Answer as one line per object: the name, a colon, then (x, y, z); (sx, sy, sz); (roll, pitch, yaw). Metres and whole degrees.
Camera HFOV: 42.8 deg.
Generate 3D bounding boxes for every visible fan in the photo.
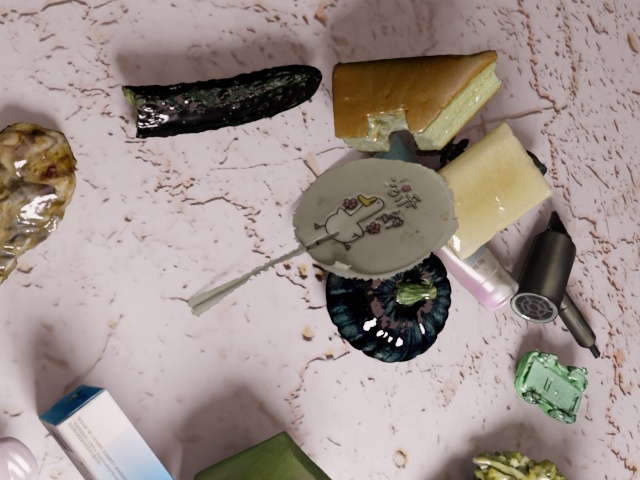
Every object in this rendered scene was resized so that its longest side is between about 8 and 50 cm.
fan: (0.000, 0.001, 1.161); (0.414, 0.233, 0.012); (-26, 139, -10)

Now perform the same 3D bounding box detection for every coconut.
coconut: (-0.066, 0.357, 1.028); (0.204, 0.236, 0.236); (10, 77, -5)

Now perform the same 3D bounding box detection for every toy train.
toy train: (0.380, 0.244, 1.345); (0.149, 0.081, 0.099); (30, 71, -14)

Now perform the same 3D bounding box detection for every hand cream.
hand cream: (0.191, -0.025, 1.292); (0.312, 0.070, 0.111); (47, 68, -10)

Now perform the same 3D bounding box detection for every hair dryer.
hair dryer: (0.426, 0.101, 1.398); (0.248, 0.078, 0.196); (52, 50, -27)

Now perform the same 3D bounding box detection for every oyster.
oyster: (-0.404, 0.003, 0.990); (0.128, 0.078, 0.345); (36, 66, -27)

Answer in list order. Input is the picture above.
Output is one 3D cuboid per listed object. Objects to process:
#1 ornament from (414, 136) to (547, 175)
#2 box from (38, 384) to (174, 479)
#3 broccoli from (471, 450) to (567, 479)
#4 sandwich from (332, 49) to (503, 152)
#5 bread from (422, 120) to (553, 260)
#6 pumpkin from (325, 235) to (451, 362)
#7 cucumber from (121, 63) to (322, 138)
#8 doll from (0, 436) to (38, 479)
ornament: (0.253, -0.153, 1.328); (0.236, 0.080, 0.202); (49, 55, -7)
box: (-0.246, 0.273, 0.987); (0.073, 0.139, 0.194); (-38, 100, -26)
broccoli: (0.313, 0.421, 1.189); (0.288, 0.245, 0.248); (-23, 84, -33)
sandwich: (0.145, -0.201, 1.199); (0.235, 0.122, 0.128); (-3, 78, 18)
bread: (0.241, -0.073, 1.232); (0.178, 0.060, 0.139); (-35, 99, 2)
pumpkin: (0.099, 0.081, 1.192); (0.194, 0.150, 0.194); (-2, 76, 7)
cucumber: (-0.125, -0.199, 1.152); (0.303, 0.072, 0.081); (-13, 89, -28)
doll: (-0.387, 0.347, 0.933); (0.160, 0.094, 0.365); (-15, 89, -25)
